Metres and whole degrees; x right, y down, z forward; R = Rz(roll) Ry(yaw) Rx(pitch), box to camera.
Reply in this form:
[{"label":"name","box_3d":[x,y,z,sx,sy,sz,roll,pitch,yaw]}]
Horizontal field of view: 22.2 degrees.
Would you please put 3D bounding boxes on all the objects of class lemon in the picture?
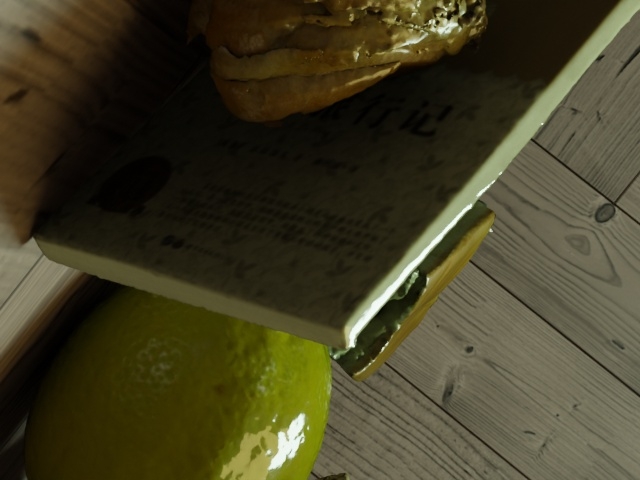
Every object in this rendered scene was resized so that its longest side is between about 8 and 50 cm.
[{"label":"lemon","box_3d":[-0.086,0.107,1.024,0.248,0.184,0.184,-59,174,-3]}]

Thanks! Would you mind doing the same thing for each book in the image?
[{"label":"book","box_3d":[0.027,-0.082,0.791,0.310,0.217,0.021,-48,129,-26]}]

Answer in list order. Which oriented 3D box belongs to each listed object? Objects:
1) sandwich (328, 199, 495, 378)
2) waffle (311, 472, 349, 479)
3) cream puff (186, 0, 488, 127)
[{"label":"sandwich","box_3d":[0.005,0.039,1.389,0.227,0.155,0.198,-55,171,32]},{"label":"waffle","box_3d":[-0.160,0.293,1.167,0.376,0.114,0.261,-20,-177,26]},{"label":"cream puff","box_3d":[0.004,-0.109,0.718,0.133,0.104,0.119,-14,-177,34]}]
